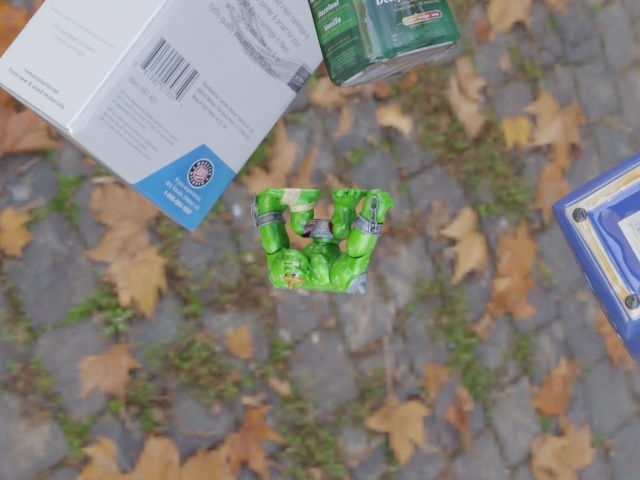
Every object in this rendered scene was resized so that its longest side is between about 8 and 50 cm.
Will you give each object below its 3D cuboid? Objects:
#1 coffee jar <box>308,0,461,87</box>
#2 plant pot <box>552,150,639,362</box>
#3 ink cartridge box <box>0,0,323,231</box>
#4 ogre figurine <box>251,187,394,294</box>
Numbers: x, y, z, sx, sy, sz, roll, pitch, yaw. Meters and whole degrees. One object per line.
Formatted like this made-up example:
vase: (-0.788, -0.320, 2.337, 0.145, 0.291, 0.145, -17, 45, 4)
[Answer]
coffee jar: (0.025, -0.207, 1.072, 0.096, 0.079, 0.184, -19, 86, -34)
plant pot: (0.442, 0.002, 1.953, 0.236, 0.236, 0.212, 63, 13, 15)
ink cartridge box: (-0.114, -0.197, 1.378, 0.307, 0.129, 0.223, -53, 146, -4)
ogre figurine: (0.000, 0.000, 1.699, 0.097, 0.197, 0.118, 0, 91, -66)
